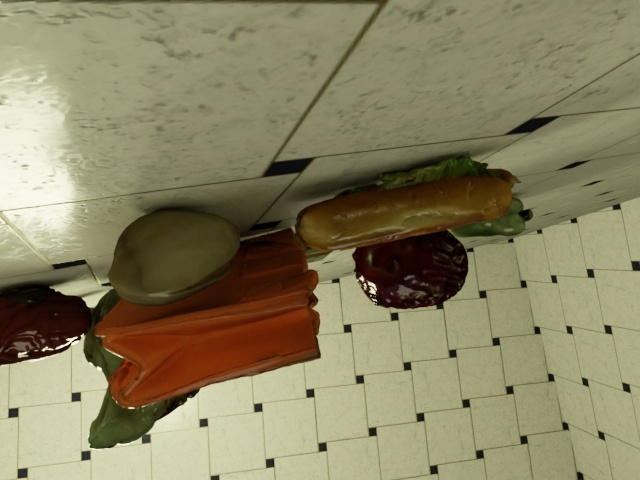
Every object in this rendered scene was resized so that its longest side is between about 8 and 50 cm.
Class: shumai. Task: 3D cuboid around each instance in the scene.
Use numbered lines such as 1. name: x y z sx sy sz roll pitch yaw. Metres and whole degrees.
1. shumai: -0.373 0.269 1.041 0.292 0.288 0.330 32 129 -17

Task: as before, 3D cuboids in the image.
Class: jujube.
1. jujube: 0.224 0.059 1.245 0.259 0.258 0.377 -17 159 27

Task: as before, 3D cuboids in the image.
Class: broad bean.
1. broad bean: 0.455 -0.056 1.352 0.228 0.100 0.169 -4 171 36

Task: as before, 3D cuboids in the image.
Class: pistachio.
1. pistachio: -0.184 0.021 0.640 0.185 0.124 0.124 -16 176 -40

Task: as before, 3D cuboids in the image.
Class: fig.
1. fig: -0.054 0.009 1.105 0.050 0.050 0.083 -13 -168 -3

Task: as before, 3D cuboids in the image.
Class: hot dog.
1. hot dog: 0.127 -0.056 0.741 0.338 0.100 0.135 -12 -179 -5

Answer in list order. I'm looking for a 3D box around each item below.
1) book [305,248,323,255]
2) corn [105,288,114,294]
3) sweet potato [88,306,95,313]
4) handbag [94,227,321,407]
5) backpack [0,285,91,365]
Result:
1. book: -0.078 0.057 1.472 0.208 0.020 0.295 -12 173 -9
2. corn: -0.390 0.124 1.172 0.260 0.091 0.091 -15 140 17
3. sweet potato: -0.721 0.219 1.274 0.355 0.095 0.106 -16 127 6
4. handbag: -0.155 0.094 0.803 0.304 0.116 0.410 -11 -166 -3
5. backpack: -0.561 0.166 0.975 0.229 0.138 0.229 -11 171 -2
